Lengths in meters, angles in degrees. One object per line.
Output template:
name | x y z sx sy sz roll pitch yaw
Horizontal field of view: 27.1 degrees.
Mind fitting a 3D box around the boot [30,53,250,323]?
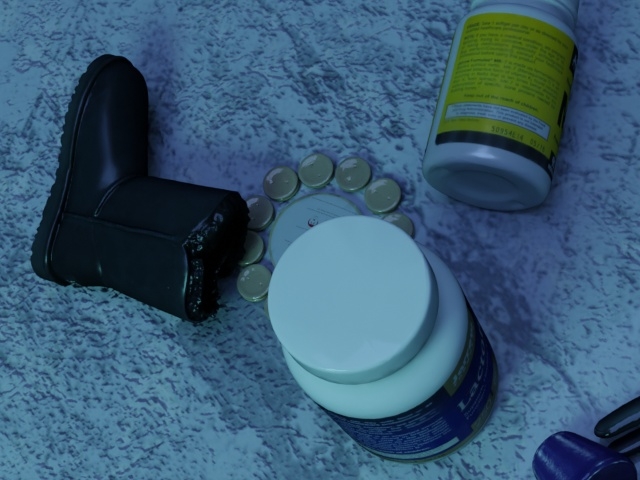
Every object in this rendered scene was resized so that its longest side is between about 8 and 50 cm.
boot | -0.157 -0.053 1.291 0.207 0.094 0.246 10 79 27

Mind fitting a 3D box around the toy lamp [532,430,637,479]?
toy lamp | 0.265 0.242 1.029 0.080 0.080 0.274 -42 42 -3

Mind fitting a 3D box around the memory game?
memory game | 0.000 0.000 1.277 0.186 0.012 0.186 -6 67 14

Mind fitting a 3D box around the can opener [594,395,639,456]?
can opener | 0.317 0.129 1.116 0.186 0.073 0.059 -36 102 4

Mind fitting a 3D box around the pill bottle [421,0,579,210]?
pill bottle | 0.172 -0.143 1.225 0.119 0.119 0.208 9 72 19

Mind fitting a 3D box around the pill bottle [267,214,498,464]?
pill bottle | 0.054 0.084 1.087 0.153 0.265 0.153 -6 68 14
